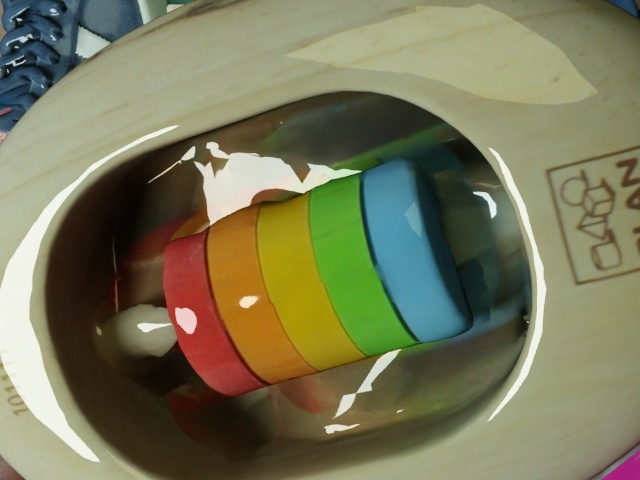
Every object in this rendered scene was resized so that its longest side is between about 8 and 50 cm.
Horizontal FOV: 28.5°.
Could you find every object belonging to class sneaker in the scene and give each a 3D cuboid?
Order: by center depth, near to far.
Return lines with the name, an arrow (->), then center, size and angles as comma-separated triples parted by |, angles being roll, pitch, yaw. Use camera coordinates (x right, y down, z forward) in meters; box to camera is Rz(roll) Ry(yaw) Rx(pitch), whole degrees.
sneaker -> -0.181, -0.074, 0.824 | 0.131, 0.148, 0.350 | -12, 89, 45

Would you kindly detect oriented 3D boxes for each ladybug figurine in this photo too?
ladybug figurine -> 0.012, 0.010, 0.682 | 0.449, 0.162, 0.305 | -13, 97, 20

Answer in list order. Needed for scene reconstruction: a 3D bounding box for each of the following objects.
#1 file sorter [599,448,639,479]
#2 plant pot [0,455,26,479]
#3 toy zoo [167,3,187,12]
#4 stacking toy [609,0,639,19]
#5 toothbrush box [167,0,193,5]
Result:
file sorter -> 0.161, 0.257, 0.624 | 0.290, 0.182, 0.202 | -37, 60, -2
plant pot -> -0.324, 0.159, 0.799 | 0.265, 0.272, 0.272 | -37, 61, -10
toy zoo -> 0.000, 0.000, 0.789 | 0.192, 0.030, 0.293 | 4, 102, 18
stacking toy -> 0.230, -0.107, 0.801 | 0.330, 0.141, 0.141 | -3, 66, 12
toothbrush box -> -0.048, -0.205, 0.933 | 0.295, 0.126, 0.216 | 34, 82, 27
